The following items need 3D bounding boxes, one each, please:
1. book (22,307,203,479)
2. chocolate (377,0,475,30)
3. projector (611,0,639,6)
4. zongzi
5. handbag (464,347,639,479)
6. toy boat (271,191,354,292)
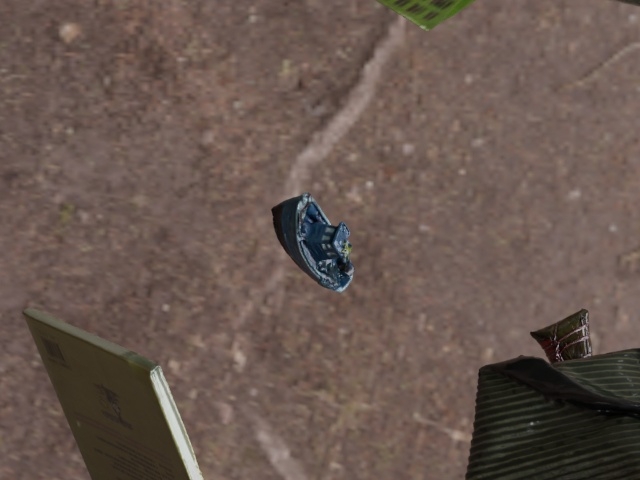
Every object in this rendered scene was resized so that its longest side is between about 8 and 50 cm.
[{"bbox_3d":[-0.156,0.151,1.232,0.013,0.168,0.192,-38,127,-32],"label":"book"},{"bbox_3d":[0.137,-0.357,1.485,0.301,0.288,0.137,15,47,-62],"label":"chocolate"},{"bbox_3d":[0.169,-0.188,0.483,0.249,0.248,0.248,1,105,-39],"label":"projector"},{"bbox_3d":[0.267,0.125,1.617,0.067,0.073,0.083,-22,113,-16],"label":"zongzi"},{"bbox_3d":[0.287,0.227,1.432,0.247,0.340,0.240,77,5,-62],"label":"handbag"},{"bbox_3d":[0.000,0.000,1.559,0.137,0.061,0.060,57,43,-40],"label":"toy boat"}]
